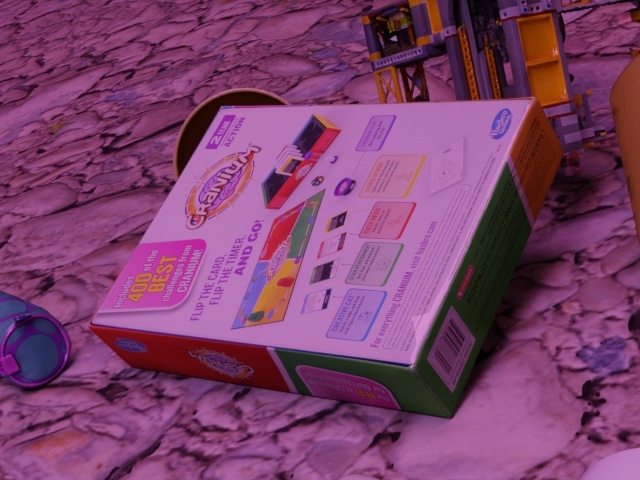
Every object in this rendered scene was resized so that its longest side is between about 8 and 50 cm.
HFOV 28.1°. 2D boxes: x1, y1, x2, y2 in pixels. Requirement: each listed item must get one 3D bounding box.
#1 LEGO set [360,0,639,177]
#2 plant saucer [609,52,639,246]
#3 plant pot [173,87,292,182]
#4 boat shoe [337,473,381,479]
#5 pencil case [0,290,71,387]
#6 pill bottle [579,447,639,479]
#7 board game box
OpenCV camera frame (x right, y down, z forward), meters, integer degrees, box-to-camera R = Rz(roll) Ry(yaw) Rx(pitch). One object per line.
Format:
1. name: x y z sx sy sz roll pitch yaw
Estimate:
1. LEGO set: 0.187 -0.141 1.147 0.255 0.192 0.331 -15 5 -36
2. plant saucer: 0.363 -0.068 0.828 0.332 0.081 0.333 -14 43 16
3. plant pot: -0.063 -0.073 1.211 0.134 0.134 0.095 -16 0 8
4. boat shoe: -0.005 0.218 0.662 0.081 0.079 0.227 13 44 32
5. pencil case: -0.282 0.079 1.116 0.070 0.065 0.151 -18 20 -36
6. pill bottle: 0.105 0.211 0.504 0.152 0.152 0.272 2 33 36
7. board game box: 0.000 0.000 0.991 0.316 0.064 0.242 4 54 39
